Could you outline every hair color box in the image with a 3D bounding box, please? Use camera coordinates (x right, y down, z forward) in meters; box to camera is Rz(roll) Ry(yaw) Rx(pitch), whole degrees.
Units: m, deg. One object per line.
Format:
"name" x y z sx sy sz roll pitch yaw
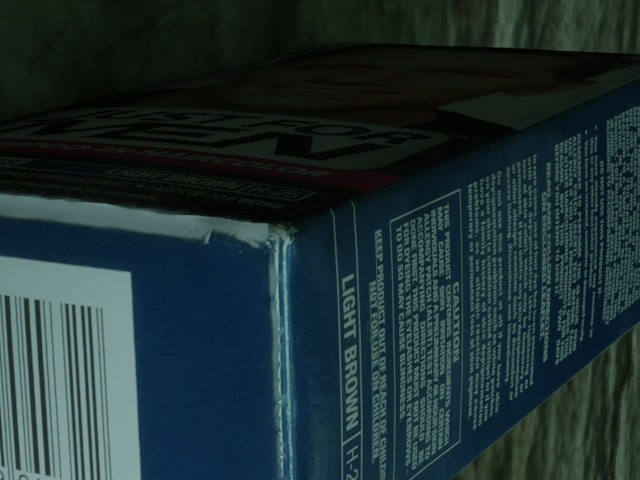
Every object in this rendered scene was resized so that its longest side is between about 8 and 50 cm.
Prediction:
"hair color box" 0.000 0.000 0.572 0.347 0.174 0.105 -24 116 -59
